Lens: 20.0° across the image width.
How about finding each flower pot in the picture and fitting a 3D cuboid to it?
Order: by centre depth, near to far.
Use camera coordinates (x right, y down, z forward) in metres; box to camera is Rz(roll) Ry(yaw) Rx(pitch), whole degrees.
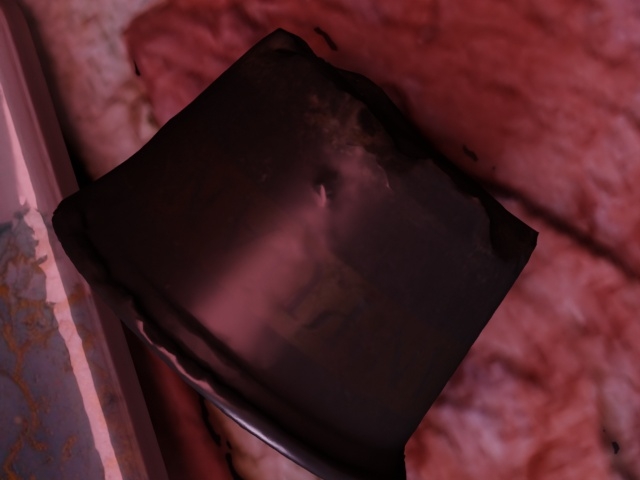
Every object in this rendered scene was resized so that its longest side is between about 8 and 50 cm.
[{"bbox_3d":[0.000,0.000,0.632,0.157,0.157,0.107,42,96,9],"label":"flower pot"}]

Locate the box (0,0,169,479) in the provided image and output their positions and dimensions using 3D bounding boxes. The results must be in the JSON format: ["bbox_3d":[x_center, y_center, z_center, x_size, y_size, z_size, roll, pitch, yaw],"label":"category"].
[{"bbox_3d":[-0.142,0.052,0.726,0.142,0.044,0.285,-19,85,21],"label":"box"}]
